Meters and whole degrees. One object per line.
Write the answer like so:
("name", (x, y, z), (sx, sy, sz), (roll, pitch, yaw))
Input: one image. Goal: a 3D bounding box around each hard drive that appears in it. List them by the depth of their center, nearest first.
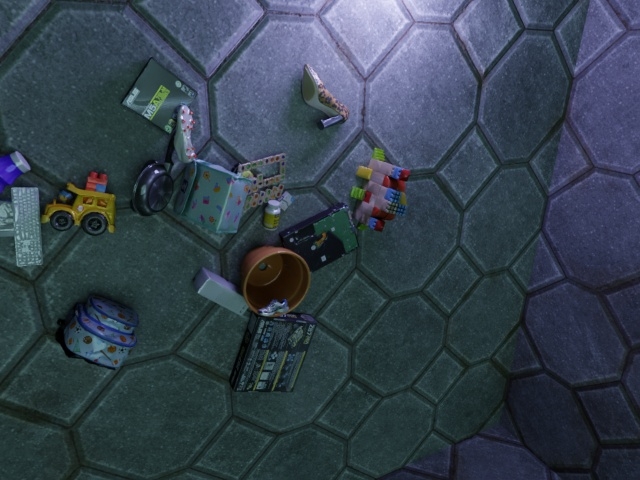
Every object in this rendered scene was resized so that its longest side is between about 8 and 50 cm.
("hard drive", (0.000, 0.000, 1.995), (0.338, 0.064, 0.237), (-27, 121, -15))

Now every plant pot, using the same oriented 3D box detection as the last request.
("plant pot", (-0.213, 0.147, 1.857), (0.290, 0.203, 0.291), (-10, 114, -24))

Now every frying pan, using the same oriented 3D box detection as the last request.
("frying pan", (-0.555, -0.223, 1.581), (0.197, 0.053, 0.326), (89, 26, -57))

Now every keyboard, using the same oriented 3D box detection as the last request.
("keyboard", (-0.945, -0.043, 1.420), (0.072, 0.014, 0.256), (-7, 107, -41))

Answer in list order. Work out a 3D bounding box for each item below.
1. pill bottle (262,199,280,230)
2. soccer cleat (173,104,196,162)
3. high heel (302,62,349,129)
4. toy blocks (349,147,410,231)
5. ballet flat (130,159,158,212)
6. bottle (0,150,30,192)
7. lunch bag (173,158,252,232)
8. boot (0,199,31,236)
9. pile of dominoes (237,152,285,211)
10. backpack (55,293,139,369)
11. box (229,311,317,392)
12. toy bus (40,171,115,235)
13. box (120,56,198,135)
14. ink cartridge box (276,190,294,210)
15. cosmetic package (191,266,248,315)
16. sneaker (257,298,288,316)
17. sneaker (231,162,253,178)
("pill bottle", (-0.202, -0.106, 1.830), (0.065, 0.065, 0.116), (-5, 124, -27))
("soccer cleat", (-0.484, -0.369, 1.539), (0.068, 0.076, 0.197), (-21, 111, -62))
("high heel", (0.024, -0.590, 1.776), (0.186, 0.093, 0.261), (-32, 111, -39))
("toy blocks", (0.283, -0.191, 1.949), (0.190, 0.261, 0.382), (10, 105, -31))
("ballet flat", (-0.623, -0.189, 1.581), (0.074, 0.074, 0.203), (20, 99, -33))
("bottle", (-1.040, -0.176, 1.340), (0.282, 0.092, 0.118), (-33, 90, -13))
("lunch bag", (-0.413, -0.169, 1.608), (0.160, 0.262, 0.224), (-6, 117, -68))
("boot", (-1.047, -0.076, 1.398), (0.258, 0.095, 0.124), (-4, 106, -36))
("pile of dominoes", (-0.225, -0.224, 1.745), (0.251, 0.040, 0.196), (-25, 131, -38))
("backpack", (-0.784, 0.337, 1.594), (0.276, 0.263, 0.213), (28, 95, -33))
("box", (-0.220, 0.526, 2.075), (0.318, 0.097, 0.395), (12, 104, -30))
("toy bus", (-0.799, -0.129, 1.478), (0.220, 0.149, 0.212), (8, 93, -28))
("box", (-0.550, -0.490, 1.511), (0.184, 0.045, 0.191), (34, 91, -37))
("ink cartridge box", (-0.155, -0.160, 1.861), (0.083, 0.028, 0.048), (-48, 137, -3))
("cosmetic package", (-0.409, 0.212, 1.833), (0.231, 0.117, 0.086), (38, 90, -35))
("sneaker", (-0.193, 0.265, 1.772), (0.135, 0.052, 0.058), (-8, 104, -33))
("sneaker", (-0.327, -0.191, 1.733), (0.094, 0.081, 0.209), (20, 101, -39))
